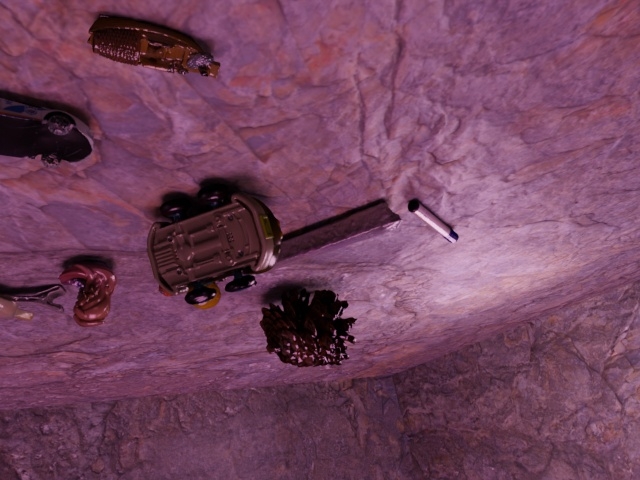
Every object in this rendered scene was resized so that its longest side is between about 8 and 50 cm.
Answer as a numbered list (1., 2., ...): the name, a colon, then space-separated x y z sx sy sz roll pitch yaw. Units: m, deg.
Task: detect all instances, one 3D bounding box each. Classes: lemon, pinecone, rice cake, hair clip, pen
1. lemon: -0.313 0.145 1.224 0.082 0.081 0.110 -17 158 12
2. pinecone: -0.031 0.270 1.411 0.296 0.241 0.298 1 158 -18
3. rice cake: -0.001 0.000 1.071 0.400 0.064 0.070 -19 163 17
4. hair clip: -0.741 0.154 1.096 0.219 0.071 0.159 3 154 -18
5. pen: 0.286 -0.043 1.134 0.033 0.033 0.269 -26 151 28

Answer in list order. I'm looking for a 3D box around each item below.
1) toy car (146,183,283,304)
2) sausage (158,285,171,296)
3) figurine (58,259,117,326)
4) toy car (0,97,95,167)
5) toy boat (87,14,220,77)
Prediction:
1. toy car: -0.192 0.006 0.910 0.248 0.204 0.198 -17 177 16
2. sausage: -0.277 0.071 1.117 0.348 0.053 0.053 -23 152 24
3. figurine: -0.511 0.113 1.019 0.114 0.157 0.126 -32 149 -5
4. toy car: -0.413 -0.150 0.603 0.205 0.056 0.095 4 151 -36
5. toy boat: -0.195 -0.225 0.543 0.149 0.048 0.047 4 150 -29
